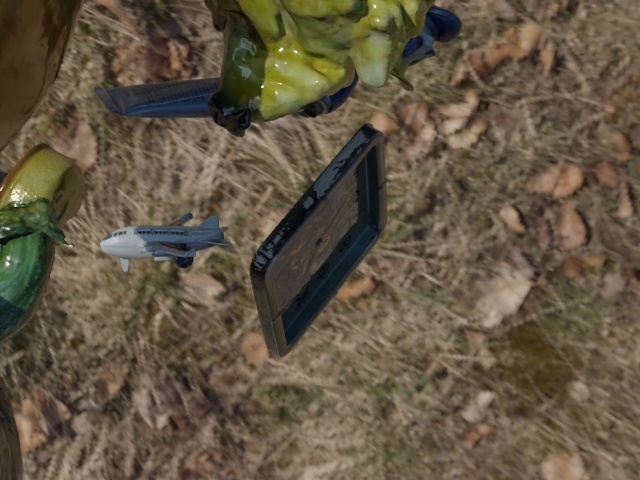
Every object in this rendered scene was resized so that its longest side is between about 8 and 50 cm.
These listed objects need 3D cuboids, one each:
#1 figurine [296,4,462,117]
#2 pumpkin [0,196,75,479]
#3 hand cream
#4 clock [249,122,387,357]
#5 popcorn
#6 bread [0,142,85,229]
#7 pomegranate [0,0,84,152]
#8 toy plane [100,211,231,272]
[{"bbox_3d":[0.024,-0.277,1.768,0.338,0.283,0.205,-8,108,23],"label":"figurine"},{"bbox_3d":[-0.231,0.062,0.653,0.248,0.248,0.248,-8,109,-23],"label":"pumpkin"},{"bbox_3d":[-0.139,-0.174,1.548,0.256,0.088,0.055,-3,120,-24],"label":"hand cream"},{"bbox_3d":[-0.001,0.000,1.773,0.279,0.049,0.273,-50,158,-22],"label":"clock"},{"bbox_3d":[0.009,-0.286,1.355,0.237,0.293,0.293,-19,115,-37],"label":"popcorn"},{"bbox_3d":[-0.375,-0.063,1.720,0.086,0.156,0.125,28,128,7],"label":"bread"},{"bbox_3d":[-0.391,-0.230,1.155,0.410,0.410,0.410,-8,109,-23],"label":"pomegranate"},{"bbox_3d":[-0.207,0.003,1.728,0.171,0.162,0.066,-12,109,-4],"label":"toy plane"}]
